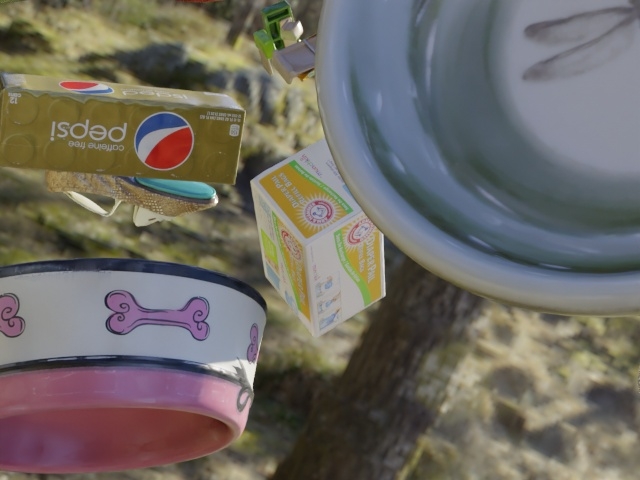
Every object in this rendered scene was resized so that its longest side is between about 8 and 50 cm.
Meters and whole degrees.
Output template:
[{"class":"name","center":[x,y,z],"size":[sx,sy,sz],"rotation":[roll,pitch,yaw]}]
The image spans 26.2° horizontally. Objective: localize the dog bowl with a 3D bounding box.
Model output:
[{"class":"dog bowl","center":[-0.258,0.157,1.550],"size":[0.408,0.150,0.408],"rotation":[-4,-21,-2]}]

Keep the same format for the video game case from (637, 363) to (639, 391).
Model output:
[{"class":"video game case","center":[0.304,0.149,1.149],"size":[0.026,0.206,0.227],"rotation":[-4,49,2]}]

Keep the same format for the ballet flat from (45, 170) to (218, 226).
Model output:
[{"class":"ballet flat","center":[-0.221,-0.055,1.589],"size":[0.206,0.067,0.073],"rotation":[18,18,5]}]

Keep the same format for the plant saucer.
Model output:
[{"class":"plant saucer","center":[0.194,-0.131,0.824],"size":[0.400,0.400,0.100],"rotation":[29,-6,36]}]

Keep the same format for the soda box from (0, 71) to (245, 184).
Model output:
[{"class":"soda box","center":[-0.153,-0.084,1.038],"size":[0.181,0.061,0.058],"rotation":[4,18,-18]}]

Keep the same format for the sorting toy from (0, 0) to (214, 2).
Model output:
[{"class":"sorting toy","center":[-0.197,-0.239,0.925],"size":[0.366,0.126,0.127],"rotation":[-3,-13,-15]}]

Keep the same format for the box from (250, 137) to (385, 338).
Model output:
[{"class":"box","center":[0.000,0.000,1.571],"size":[0.114,0.103,0.203],"rotation":[49,-19,30]}]

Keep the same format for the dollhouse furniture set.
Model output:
[{"class":"dollhouse furniture set","center":[-0.025,-0.211,1.564],"size":[0.151,0.076,0.058],"rotation":[53,-16,47]}]
